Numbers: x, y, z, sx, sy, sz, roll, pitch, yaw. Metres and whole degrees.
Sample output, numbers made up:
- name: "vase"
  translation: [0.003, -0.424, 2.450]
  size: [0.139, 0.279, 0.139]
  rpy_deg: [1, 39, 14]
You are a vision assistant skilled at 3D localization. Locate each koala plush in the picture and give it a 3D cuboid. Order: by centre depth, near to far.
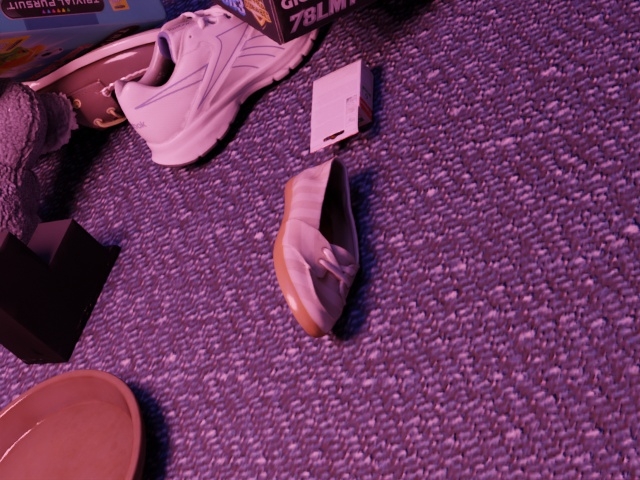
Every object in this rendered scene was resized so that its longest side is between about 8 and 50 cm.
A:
- name: "koala plush"
  translation: [-0.392, -0.094, 1.625]
  size: [0.203, 0.196, 0.221]
  rpy_deg: [21, 88, 42]

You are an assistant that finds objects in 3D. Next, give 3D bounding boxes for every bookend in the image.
- name: "bookend"
  translation: [-0.322, 0.030, 1.495]
  size: [0.072, 0.157, 0.156]
  rpy_deg: [-7, 51, 38]

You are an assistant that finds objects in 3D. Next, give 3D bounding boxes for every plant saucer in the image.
- name: "plant saucer"
  translation: [-0.275, 0.253, 1.331]
  size: [0.278, 0.041, 0.278]
  rpy_deg: [-25, 39, 23]

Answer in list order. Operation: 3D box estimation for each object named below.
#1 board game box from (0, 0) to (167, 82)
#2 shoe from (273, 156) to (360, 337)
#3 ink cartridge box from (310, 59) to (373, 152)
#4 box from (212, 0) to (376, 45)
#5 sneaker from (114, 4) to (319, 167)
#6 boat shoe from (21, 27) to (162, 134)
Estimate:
- name: "board game box"
  translation: [-0.397, -0.248, 1.675]
  size: [0.254, 0.079, 0.336]
  rpy_deg: [-21, -3, 43]
- name: "shoe"
  translation: [0.000, 0.000, 1.294]
  size: [0.058, 0.076, 0.219]
  rpy_deg: [-31, 36, 24]
- name: "ink cartridge box"
  translation: [0.023, -0.136, 1.447]
  size: [0.063, 0.029, 0.115]
  rpy_deg: [-22, 43, 25]
- name: "box"
  translation: [0.009, -0.346, 1.546]
  size: [0.293, 0.073, 0.295]
  rpy_deg: [-28, 34, -16]
- name: "sneaker"
  translation: [-0.111, -0.222, 1.569]
  size: [0.297, 0.129, 0.111]
  rpy_deg: [-50, 34, -15]
- name: "boat shoe"
  translation: [-0.297, -0.183, 1.732]
  size: [0.324, 0.096, 0.116]
  rpy_deg: [-19, 2, 24]
